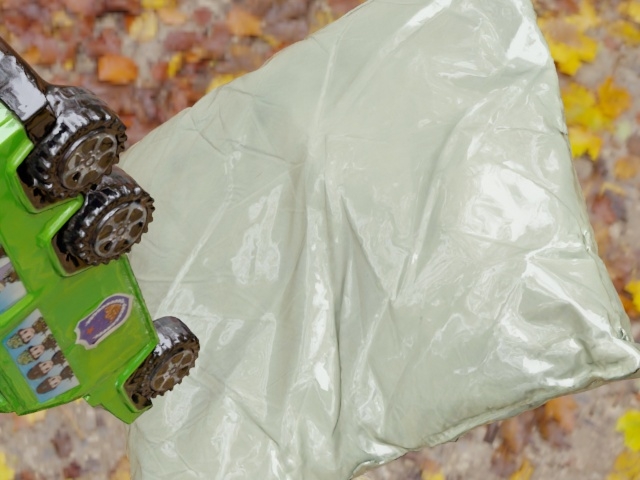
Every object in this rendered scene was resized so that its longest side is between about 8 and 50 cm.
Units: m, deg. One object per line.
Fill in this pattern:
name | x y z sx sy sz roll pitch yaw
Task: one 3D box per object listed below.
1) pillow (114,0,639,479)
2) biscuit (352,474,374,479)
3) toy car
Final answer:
pillow | 0.001 -0.002 0.681 0.281 0.076 0.274 -27 48 24
biscuit | 0.010 0.328 1.770 0.220 0.033 0.220 14 9 -2
toy car | -0.085 0.001 0.375 0.062 0.165 0.071 -39 63 -17
